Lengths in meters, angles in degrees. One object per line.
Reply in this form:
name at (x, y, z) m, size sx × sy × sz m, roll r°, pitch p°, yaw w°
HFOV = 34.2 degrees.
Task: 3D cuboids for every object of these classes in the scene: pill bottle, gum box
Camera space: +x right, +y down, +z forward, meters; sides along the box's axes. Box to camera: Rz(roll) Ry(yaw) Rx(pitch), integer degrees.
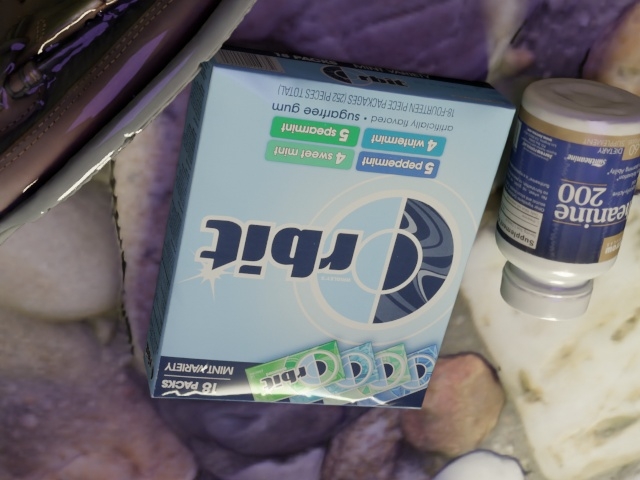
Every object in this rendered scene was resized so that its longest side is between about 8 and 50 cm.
pill bottle at (0.130, -0.020, 0.554) m, size 0.067 × 0.067 × 0.120 m, roll -1°, pitch 117°, yaw -15°
gum box at (0.000, 0.000, 0.543) m, size 0.157 × 0.041 × 0.184 m, roll 6°, pitch 116°, yaw -19°

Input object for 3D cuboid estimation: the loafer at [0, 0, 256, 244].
loafer at (-0.143, -0.057, 0.439) m, size 0.302 × 0.109 × 0.095 m, roll -42°, pitch 116°, yaw 12°
